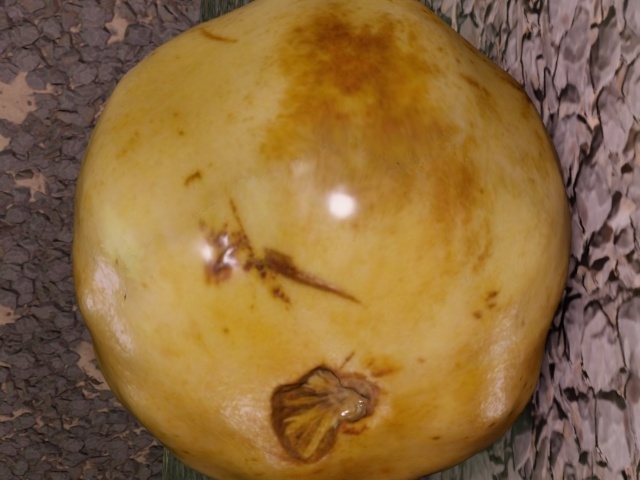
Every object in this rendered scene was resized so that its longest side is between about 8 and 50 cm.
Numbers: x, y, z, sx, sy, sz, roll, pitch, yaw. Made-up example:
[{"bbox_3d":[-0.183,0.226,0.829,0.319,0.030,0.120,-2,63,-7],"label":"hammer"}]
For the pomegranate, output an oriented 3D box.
[{"bbox_3d":[0.000,0.000,0.882,0.332,0.333,0.332,180,90,-77],"label":"pomegranate"}]
